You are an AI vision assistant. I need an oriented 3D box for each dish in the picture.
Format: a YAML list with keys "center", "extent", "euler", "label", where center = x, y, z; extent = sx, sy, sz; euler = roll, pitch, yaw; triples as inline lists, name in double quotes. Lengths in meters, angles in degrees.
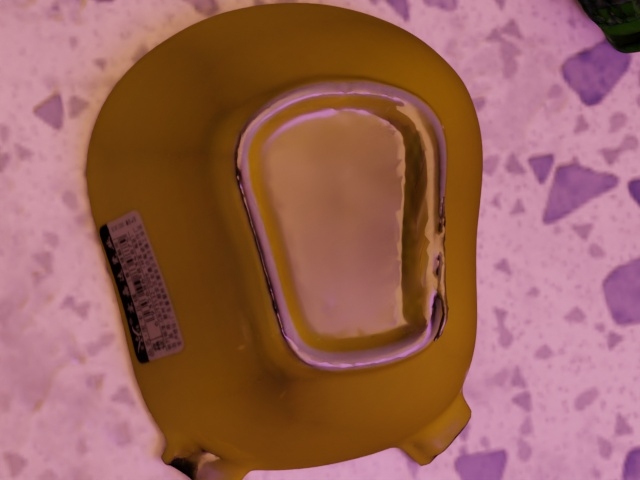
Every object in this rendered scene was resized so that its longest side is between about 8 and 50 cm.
- center: [0.000, 0.000, 0.915]
  extent: [0.221, 0.108, 0.262]
  euler: [-6, 89, -16]
  label: "dish"

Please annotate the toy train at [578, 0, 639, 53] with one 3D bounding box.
- center: [0.192, -0.233, 0.978]
  extent: [0.188, 0.132, 0.243]
  euler: [-33, 97, -7]
  label: "toy train"
